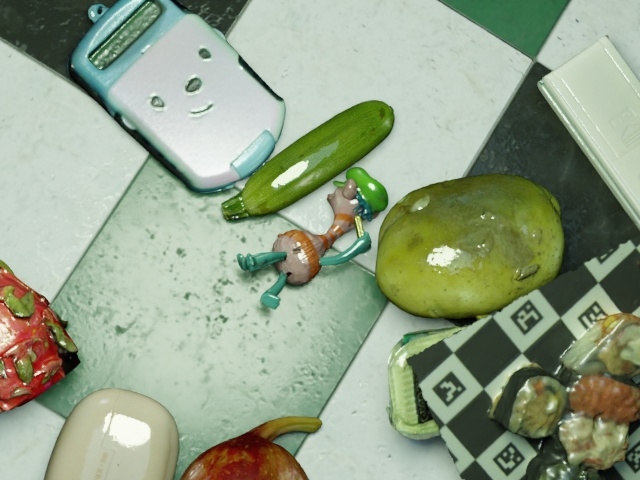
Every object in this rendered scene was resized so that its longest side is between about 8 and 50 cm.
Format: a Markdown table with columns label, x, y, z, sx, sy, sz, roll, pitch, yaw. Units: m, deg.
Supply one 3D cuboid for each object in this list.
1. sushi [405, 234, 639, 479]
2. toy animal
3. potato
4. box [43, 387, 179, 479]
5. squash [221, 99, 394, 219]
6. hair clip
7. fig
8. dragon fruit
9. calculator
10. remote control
| label | x | y | z | sx | sy | sz | roll | pitch | yaw |
| --- | --- | --- | --- | --- | --- | --- | --- | --- | --- |
| sushi | 0.315 | 0.204 | 1.536 | 0.339 | 0.069 | 0.320 | -27 | 109 | -10 |
| toy animal | 0.000 | 0.000 | 1.581 | 0.208 | 0.100 | 0.103 | -34 | 47 | -22 |
| potato | 0.181 | 0.004 | 1.564 | 0.228 | 0.149 | 0.197 | 1 | 57 | 4 |
| box | -0.246 | 0.274 | 1.519 | 0.145 | 0.088 | 0.200 | 17 | 79 | -2 |
| squash | -0.011 | -0.097 | 1.612 | 0.252 | 0.066 | 0.066 | -35 | 86 | -9 |
| hair clip | 0.222 | 0.150 | 1.580 | 0.321 | 0.091 | 0.138 | -8 | 103 | -15 |
| fig | -0.083 | 0.286 | 1.509 | 0.175 | 0.175 | 0.207 | 9 | 66 | -4 |
| dragon fruit | -0.375 | 0.104 | 1.505 | 0.160 | 0.166 | 0.172 | -29 | 98 | 29 |
| calculator | -0.179 | -0.193 | 1.618 | 0.293 | 0.051 | 0.173 | 43 | 81 | 2 |
| remote control | 0.400 | -0.119 | 1.664 | 0.103 | 0.055 | 0.277 | -34 | 87 | -10 |
